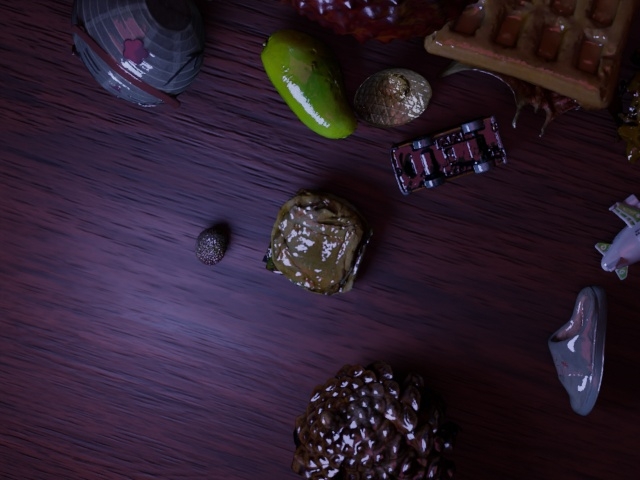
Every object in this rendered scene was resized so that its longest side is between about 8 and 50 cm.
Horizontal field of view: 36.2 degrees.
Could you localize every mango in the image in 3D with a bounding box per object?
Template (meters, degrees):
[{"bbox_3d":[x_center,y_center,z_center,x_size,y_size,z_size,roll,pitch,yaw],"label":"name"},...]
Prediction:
[{"bbox_3d":[-0.013,-0.289,1.798,0.125,0.111,0.233,-40,96,14],"label":"mango"}]

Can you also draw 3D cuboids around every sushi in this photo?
[{"bbox_3d":[0.628,-0.235,1.723,0.200,0.213,0.203,11,90,20],"label":"sushi"}]

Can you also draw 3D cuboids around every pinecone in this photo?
[{"bbox_3d":[0.115,0.378,1.838,0.296,0.242,0.298,39,99,-12],"label":"pinecone"}]

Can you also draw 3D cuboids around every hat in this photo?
[{"bbox_3d":[0.129,-0.284,1.815,0.146,0.067,0.146,-5,141,-4],"label":"hat"}]

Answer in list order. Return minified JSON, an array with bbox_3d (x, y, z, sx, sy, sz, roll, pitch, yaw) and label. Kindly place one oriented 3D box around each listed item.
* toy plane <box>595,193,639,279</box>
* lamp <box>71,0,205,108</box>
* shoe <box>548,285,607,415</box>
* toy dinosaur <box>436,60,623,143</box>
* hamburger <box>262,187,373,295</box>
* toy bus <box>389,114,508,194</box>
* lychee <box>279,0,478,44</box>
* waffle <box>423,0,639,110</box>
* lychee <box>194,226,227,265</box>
[{"bbox_3d":[0.595,-0.001,1.814,0.174,0.080,0.173,0,98,3],"label":"toy plane"},{"bbox_3d":[-0.327,-0.366,1.757,0.265,0.233,0.233,41,101,-16],"label":"lamp"},{"bbox_3d":[0.483,0.206,1.850,0.100,0.103,0.250,6,95,3],"label":"shoe"},{"bbox_3d":[0.389,-0.276,1.785,0.328,0.113,0.206,-6,73,-5],"label":"toy dinosaur"},{"bbox_3d":[0.000,0.000,1.853,0.183,0.130,0.206,22,119,2],"label":"hamburger"},{"bbox_3d":[0.228,-0.160,1.798,0.201,0.114,0.098,-18,99,2],"label":"toy bus"},{"bbox_3d":[0.114,-0.527,1.558,0.500,0.425,0.424,-18,100,-33],"label":"lychee"},{"bbox_3d":[0.387,-0.416,1.713,0.348,0.077,0.304,20,84,6],"label":"waffle"},{"bbox_3d":[-0.210,0.012,1.886,0.068,0.083,0.067,-23,56,-16],"label":"lychee"}]
